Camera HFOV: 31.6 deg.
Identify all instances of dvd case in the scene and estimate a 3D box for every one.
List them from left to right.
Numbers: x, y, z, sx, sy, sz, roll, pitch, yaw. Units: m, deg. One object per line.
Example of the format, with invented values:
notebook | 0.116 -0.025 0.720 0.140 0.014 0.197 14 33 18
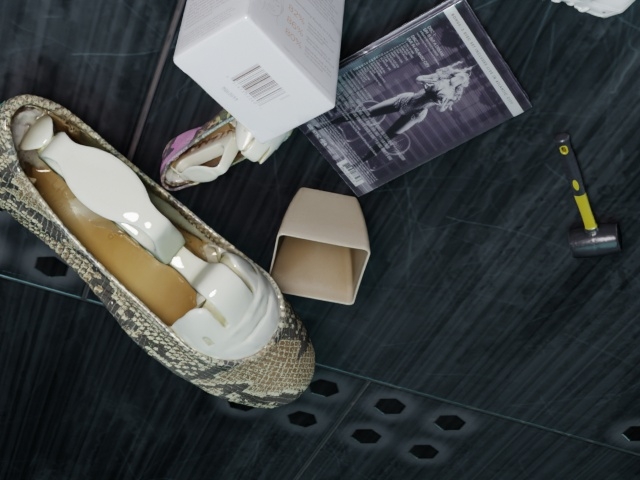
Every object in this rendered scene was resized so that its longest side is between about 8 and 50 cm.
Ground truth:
dvd case | 0.091 -0.148 1.208 0.221 0.018 0.164 -27 130 20

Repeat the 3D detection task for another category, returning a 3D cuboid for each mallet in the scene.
mallet | 0.294 -0.048 1.316 0.062 0.039 0.190 -15 130 27

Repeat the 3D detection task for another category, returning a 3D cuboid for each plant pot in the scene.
plant pot | 0.000 0.000 1.362 0.109 0.096 0.109 11 139 -4

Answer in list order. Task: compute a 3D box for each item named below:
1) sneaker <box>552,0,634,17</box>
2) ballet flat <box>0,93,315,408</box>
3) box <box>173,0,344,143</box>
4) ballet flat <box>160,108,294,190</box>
sneaker | 0.235 -0.246 1.048 0.232 0.090 0.115 -4 142 15
ballet flat | -0.183 0.016 1.259 0.483 0.164 0.182 41 156 -7
box | -0.053 -0.203 1.072 0.091 0.170 0.130 -25 131 30
ballet flat | -0.095 -0.110 1.260 0.221 0.079 0.077 -26 129 32
